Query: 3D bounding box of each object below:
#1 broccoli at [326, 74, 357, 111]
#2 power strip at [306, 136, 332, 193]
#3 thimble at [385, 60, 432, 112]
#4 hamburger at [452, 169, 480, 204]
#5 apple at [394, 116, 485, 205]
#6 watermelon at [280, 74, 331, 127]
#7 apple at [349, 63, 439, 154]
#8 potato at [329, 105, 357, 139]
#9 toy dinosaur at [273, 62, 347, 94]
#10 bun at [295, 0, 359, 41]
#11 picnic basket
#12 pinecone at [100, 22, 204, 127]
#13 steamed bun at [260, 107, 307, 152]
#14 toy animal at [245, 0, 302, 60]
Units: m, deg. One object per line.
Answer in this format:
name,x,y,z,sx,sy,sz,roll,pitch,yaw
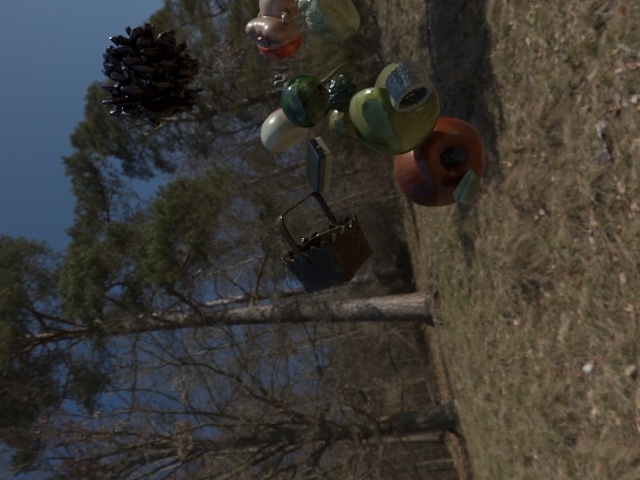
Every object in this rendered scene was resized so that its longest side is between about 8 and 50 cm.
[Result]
broccoli,0.083,-0.627,2.016,0.137,0.162,0.146,21,-147,-48
power strip,-0.005,-0.297,1.873,0.105,0.070,0.257,59,164,23
thimble,0.240,-0.416,1.274,0.102,0.115,0.090,-4,-117,-30
hamburger,0.521,-0.179,1.643,0.084,0.054,0.121,28,-93,-41
apple,0.456,-0.297,1.798,0.277,0.348,0.349,-141,30,-81
watermelon,-0.026,-0.276,0.919,0.109,0.108,0.109,49,-149,-45
apple,0.239,-0.427,1.556,0.254,0.291,0.292,155,100,-68
potato,0.172,-0.575,2.180,0.173,0.307,0.210,56,167,14
toy dinosaur,-0.036,-0.514,1.563,0.072,0.251,0.200,56,-153,-54
bun,0.013,-0.595,1.222,0.188,0.111,0.164,-1,-114,-50
picnic basket,0.000,0.000,1.696,0.254,0.291,0.321,-40,-78,-44
pinecone,-0.488,-0.485,1.373,0.298,0.242,0.296,-11,-93,-29
steamed bun,-0.170,-0.509,2.101,0.145,0.231,0.232,58,-159,6
toy animal,-0.127,-0.635,1.381,0.171,0.171,0.198,-40,-39,-67
